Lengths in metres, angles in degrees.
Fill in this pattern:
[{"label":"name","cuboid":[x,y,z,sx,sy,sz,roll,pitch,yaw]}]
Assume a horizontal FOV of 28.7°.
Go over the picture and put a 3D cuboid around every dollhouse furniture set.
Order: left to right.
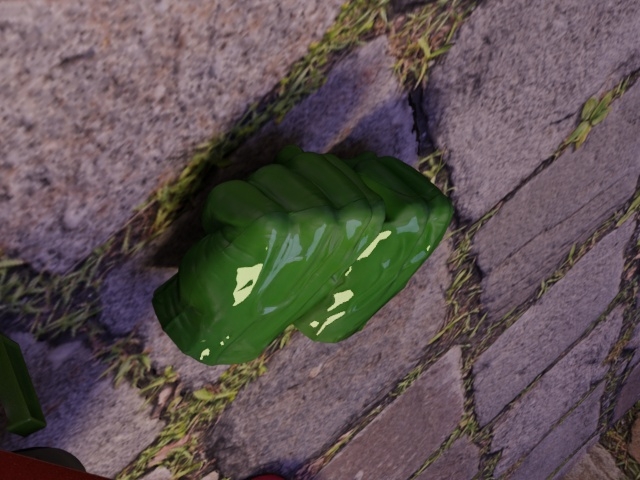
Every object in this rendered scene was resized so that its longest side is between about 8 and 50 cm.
[{"label":"dollhouse furniture set","cuboid":[-0.245,0.113,0.739,0.152,0.058,0.076,-25,163,0]}]

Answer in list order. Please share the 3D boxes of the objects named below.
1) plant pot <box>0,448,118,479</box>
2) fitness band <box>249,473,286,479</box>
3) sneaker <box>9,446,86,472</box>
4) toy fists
[{"label":"plant pot","cuboid":[-0.204,0.292,0.679,0.267,0.235,0.267,23,116,-33]},{"label":"fitness band","cuboid":[-0.090,0.347,1.333,0.209,0.054,0.291,-44,158,-6]},{"label":"sneaker","cuboid":[-0.247,0.233,0.864,0.267,0.101,0.106,-46,171,15]},{"label":"toy fists","cuboid":[0.000,0.000,0.885,0.142,0.096,0.279,-45,160,23]}]
